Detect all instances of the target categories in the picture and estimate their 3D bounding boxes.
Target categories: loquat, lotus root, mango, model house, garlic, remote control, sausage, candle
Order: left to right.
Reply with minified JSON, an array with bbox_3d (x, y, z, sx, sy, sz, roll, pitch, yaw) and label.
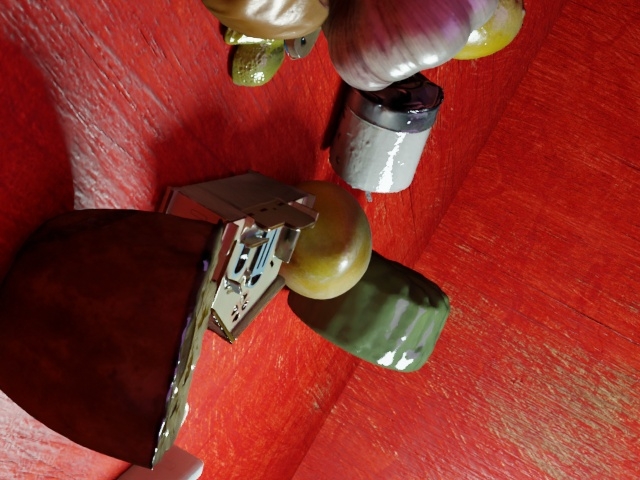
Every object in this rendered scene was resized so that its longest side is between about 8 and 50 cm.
[{"bbox_3d":[-0.237,0.085,1.128,0.316,0.250,0.316,19,90,-83],"label":"lotus root"},{"bbox_3d":[-0.315,0.452,1.751,0.250,0.103,0.034,-37,149,-60],"label":"remote control"},{"bbox_3d":[-0.138,0.037,1.477,0.244,0.169,0.326,-64,166,17],"label":"model house"},{"bbox_3d":[-0.071,-0.306,1.130,0.241,0.136,0.120,11,75,-72],"label":"sausage"},{"bbox_3d":[0.000,0.000,1.761,0.384,0.198,0.222,-129,-144,-85],"label":"mango"},{"bbox_3d":[0.113,-0.186,1.892,0.187,0.187,0.330,-45,158,-48],"label":"candle"},{"bbox_3d":[0.084,-0.341,1.207,0.253,0.245,0.245,50,64,-36],"label":"garlic"},{"bbox_3d":[0.296,-0.481,1.928,0.244,0.243,0.244,-55,164,-24],"label":"loquat"}]

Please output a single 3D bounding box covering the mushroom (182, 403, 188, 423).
[{"bbox_3d":[-0.269,0.255,1.535,0.148,0.112,0.148,-55,156,-39],"label":"mushroom"}]

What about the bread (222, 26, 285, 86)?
[{"bbox_3d":[-0.076,-0.274,1.330,0.149,0.065,0.187,-61,168,14],"label":"bread"}]

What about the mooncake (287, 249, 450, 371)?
[{"bbox_3d":[0.108,0.125,2.111,0.194,0.356,0.356,-62,166,10],"label":"mooncake"}]

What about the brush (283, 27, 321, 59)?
[{"bbox_3d":[0.009,-0.380,1.340,0.327,0.065,0.070,-66,151,-29],"label":"brush"}]
